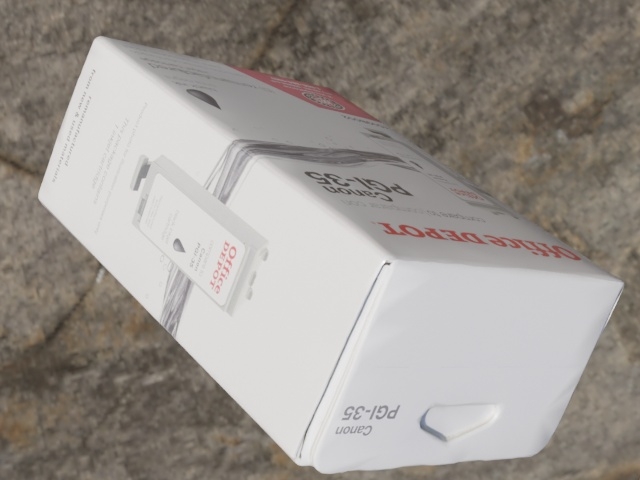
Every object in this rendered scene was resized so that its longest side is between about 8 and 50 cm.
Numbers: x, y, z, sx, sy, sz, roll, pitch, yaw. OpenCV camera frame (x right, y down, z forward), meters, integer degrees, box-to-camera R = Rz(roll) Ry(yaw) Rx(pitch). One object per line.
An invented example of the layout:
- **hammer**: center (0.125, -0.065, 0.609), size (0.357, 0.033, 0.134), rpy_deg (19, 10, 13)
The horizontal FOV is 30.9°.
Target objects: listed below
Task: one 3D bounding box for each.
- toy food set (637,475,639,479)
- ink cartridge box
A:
- **toy food set**: center (0.481, 0.207, 1.077), size (0.306, 0.092, 0.219), rpy_deg (22, 106, 5)
- **ink cartridge box**: center (0.000, 0.000, 0.673), size (0.207, 0.283, 0.117), rpy_deg (6, 114, -44)
